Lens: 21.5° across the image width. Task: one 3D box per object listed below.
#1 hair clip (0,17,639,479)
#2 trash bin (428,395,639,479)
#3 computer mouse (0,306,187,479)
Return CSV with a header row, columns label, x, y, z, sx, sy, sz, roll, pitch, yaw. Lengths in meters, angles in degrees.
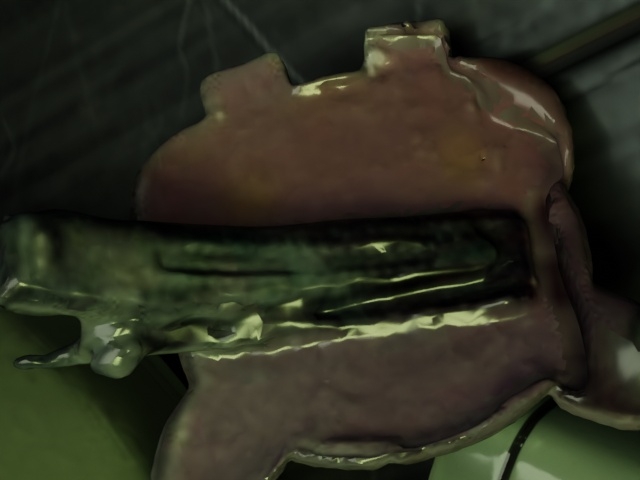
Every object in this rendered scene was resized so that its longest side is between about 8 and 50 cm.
label,x,y,z,sx,sy,sz,roll,pitch,yaw
hair clip,-0.001,0.004,0.495,0.056,0.187,0.146,98,162,-61
trash bin,0.092,0.115,0.508,0.130,0.059,0.116,24,114,27
computer mouse,-0.190,0.059,0.590,0.429,0.228,0.145,12,102,33
